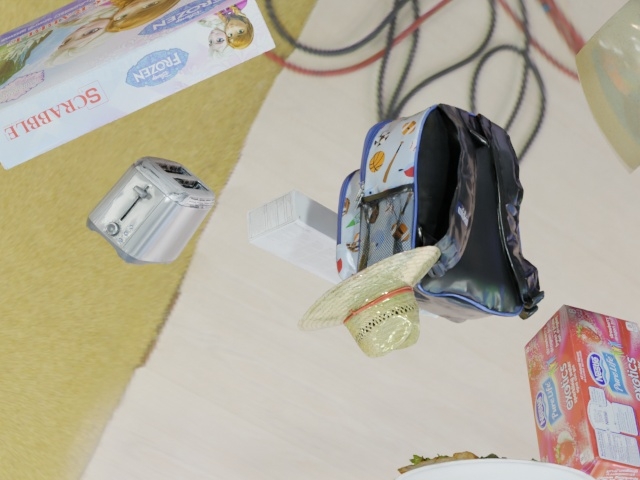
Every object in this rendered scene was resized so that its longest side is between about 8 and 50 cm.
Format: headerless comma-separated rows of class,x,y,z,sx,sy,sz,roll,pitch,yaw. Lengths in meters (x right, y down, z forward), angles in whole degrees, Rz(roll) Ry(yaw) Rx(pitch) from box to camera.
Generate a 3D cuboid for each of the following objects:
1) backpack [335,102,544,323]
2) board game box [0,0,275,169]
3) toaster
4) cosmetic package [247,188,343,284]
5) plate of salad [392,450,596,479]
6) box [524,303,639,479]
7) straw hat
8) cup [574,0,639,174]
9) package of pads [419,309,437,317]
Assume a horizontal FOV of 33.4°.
backpack,0.151,-0.037,1.388,0.277,0.213,0.263,21,72,-47
board game box,-0.230,-0.233,1.244,0.319,0.318,0.065,-25,120,0
toaster,-0.267,-0.048,1.746,0.129,0.227,0.146,42,100,14
cosmetic package,0.000,0.000,1.679,0.239,0.099,0.060,28,50,-46
plate of salad,0.165,0.232,1.024,0.200,0.200,0.048,14,58,-21
box,0.379,0.232,1.482,0.128,0.122,0.256,15,47,-17
straw hat,0.055,0.068,0.918,0.145,0.144,0.061,-19,71,-23
cup,0.627,-0.324,2.021,0.331,0.331,0.237,-41,82,-21
package of pads,0.208,-0.033,1.854,0.101,0.229,0.296,17,35,4
